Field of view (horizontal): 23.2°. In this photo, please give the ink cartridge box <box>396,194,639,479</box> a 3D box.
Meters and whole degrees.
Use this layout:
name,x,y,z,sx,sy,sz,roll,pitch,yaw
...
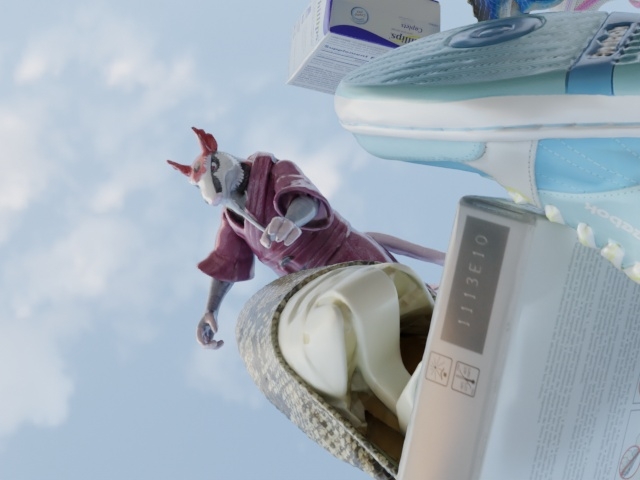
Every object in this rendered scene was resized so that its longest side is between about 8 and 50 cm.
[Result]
name,x,y,z,sx,sy,sz,roll,pitch,yaw
ink cartridge box,0.148,0.116,0.920,0.060,0.275,0.239,19,-169,42

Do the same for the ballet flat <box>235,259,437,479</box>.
name,x,y,z,sx,sy,sz,roll,pitch,yaw
ballet flat,0.091,0.122,1.163,0.164,0.182,0.483,-38,-128,-14

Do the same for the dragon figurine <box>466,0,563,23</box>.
name,x,y,z,sx,sy,sz,roll,pitch,yaw
dragon figurine,0.114,-0.226,1.172,0.144,0.289,0.085,10,-175,-16

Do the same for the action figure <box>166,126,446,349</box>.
name,x,y,z,sx,sy,sz,roll,pitch,yaw
action figure,0.000,0.000,1.664,0.370,0.248,0.276,46,-129,-14

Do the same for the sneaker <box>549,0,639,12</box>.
name,x,y,z,sx,sy,sz,roll,pitch,yaw
sneaker,0.320,-0.297,1.562,0.252,0.111,0.103,-30,-164,5

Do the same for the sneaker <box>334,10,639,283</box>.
name,x,y,z,sx,sy,sz,roll,pitch,yaw
sneaker,0.161,-0.007,0.799,0.319,0.208,0.127,4,-152,32

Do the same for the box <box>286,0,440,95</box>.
name,x,y,z,sx,sy,sz,roll,pitch,yaw
box,0.045,-0.208,1.649,0.126,0.137,0.072,12,-112,-18
